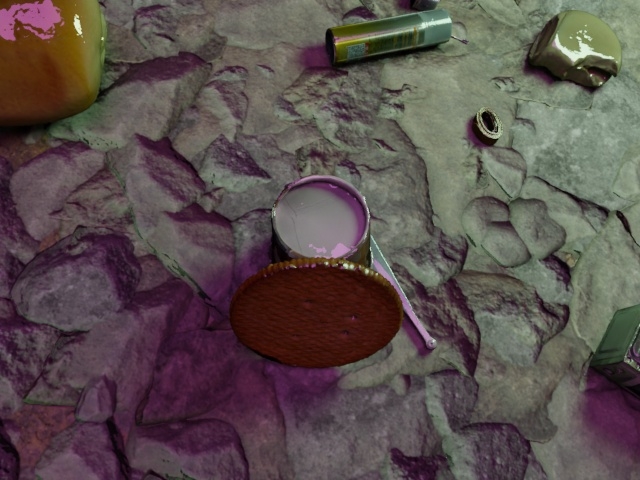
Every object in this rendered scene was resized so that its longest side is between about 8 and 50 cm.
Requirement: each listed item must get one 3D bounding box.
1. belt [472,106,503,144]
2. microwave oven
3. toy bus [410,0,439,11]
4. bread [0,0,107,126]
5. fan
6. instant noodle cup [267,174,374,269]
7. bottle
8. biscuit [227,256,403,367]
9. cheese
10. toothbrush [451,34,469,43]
[{"bbox_3d":[0.376,-0.260,1.212,0.059,0.036,0.083,-13,72,-8],"label":"belt"},{"bbox_3d":[0.666,0.236,1.032,0.205,0.129,0.163,34,74,5],"label":"microwave oven"},{"bbox_3d":[0.276,-0.641,1.315,0.072,0.057,0.171,22,72,-7],"label":"toy bus"},{"bbox_3d":[-0.623,-0.411,1.064,0.377,0.253,0.347,-5,69,-8],"label":"bread"},{"bbox_3d":[0.145,0.102,1.087,0.057,0.023,0.281,-28,75,-14],"label":"fan"},{"bbox_3d":[0.000,0.000,0.997,0.218,0.207,0.217,0,68,0],"label":"instant noodle cup"},{"bbox_3d":[0.158,-0.471,1.236,0.287,0.082,0.082,-13,74,-9],"label":"bottle"},{"bbox_3d":[-0.007,0.130,0.935,0.306,0.305,0.038,4,45,-4],"label":"biscuit"},{"bbox_3d":[0.613,-0.449,1.265,0.203,0.091,0.175,31,74,5],"label":"cheese"},{"bbox_3d":[0.314,-0.498,1.297,0.097,0.008,0.006,24,58,4],"label":"toothbrush"}]
